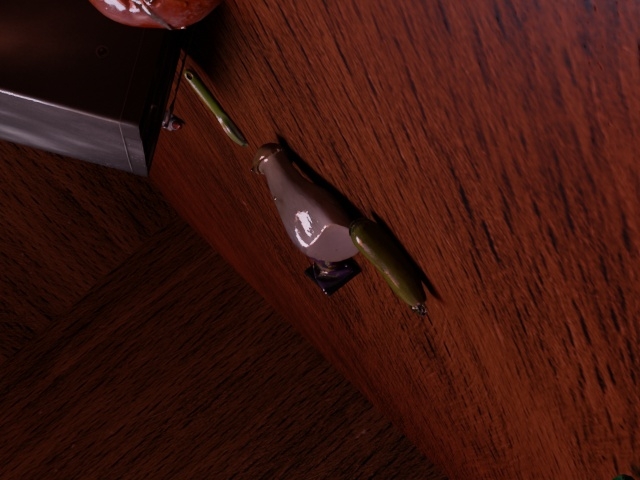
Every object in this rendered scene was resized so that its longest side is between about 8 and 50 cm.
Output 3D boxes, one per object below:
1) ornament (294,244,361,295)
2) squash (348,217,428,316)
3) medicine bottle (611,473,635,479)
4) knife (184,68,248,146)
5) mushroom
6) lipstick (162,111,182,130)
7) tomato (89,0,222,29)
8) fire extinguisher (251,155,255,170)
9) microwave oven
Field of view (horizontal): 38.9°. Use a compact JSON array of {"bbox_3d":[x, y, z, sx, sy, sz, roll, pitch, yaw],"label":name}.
[{"bbox_3d":[-0.006,0.007,1.604,0.088,0.081,0.203,41,167,35],"label":"ornament"},{"bbox_3d":[0.106,0.038,1.333,0.183,0.052,0.052,52,170,-16],"label":"squash"},{"bbox_3d":[0.477,0.424,1.147,0.309,0.076,0.111,48,163,6],"label":"medicine bottle"},{"bbox_3d":[-0.187,-0.235,1.638,0.184,0.022,0.026,52,-165,-26],"label":"knife"},{"bbox_3d":[-0.024,-0.060,1.439,0.225,0.093,0.116,54,151,25],"label":"mushroom"},{"bbox_3d":[-0.350,-0.278,2.146,0.030,0.030,0.129,54,169,-28],"label":"lipstick"},{"bbox_3d":[-0.213,-0.325,1.001,0.236,0.095,0.237,21,149,13],"label":"tomato"},{"bbox_3d":[-0.096,-0.139,1.617,0.046,0.032,0.100,15,174,-9],"label":"fire extinguisher"},{"bbox_3d":[-0.382,-0.270,1.312,0.374,0.236,0.432,14,173,-9],"label":"microwave oven"}]
